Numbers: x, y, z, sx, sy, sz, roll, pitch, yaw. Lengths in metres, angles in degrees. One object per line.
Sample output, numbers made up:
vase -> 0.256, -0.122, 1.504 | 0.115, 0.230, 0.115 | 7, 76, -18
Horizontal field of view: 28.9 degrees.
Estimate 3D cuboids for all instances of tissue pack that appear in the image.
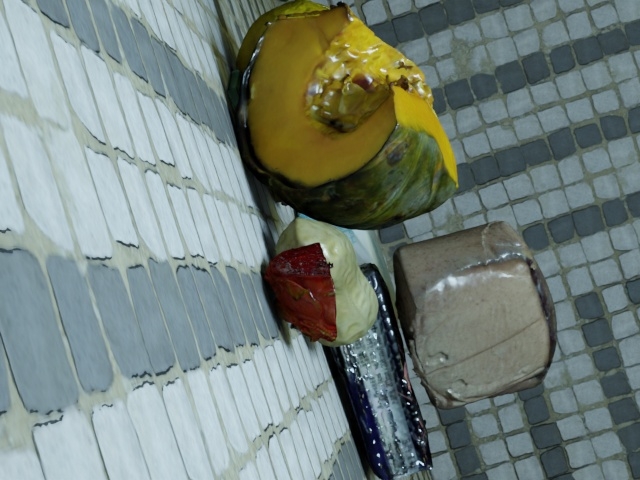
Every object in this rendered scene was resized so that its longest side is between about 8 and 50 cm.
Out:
tissue pack -> 0.082, 0.203, 1.990 | 0.245, 0.123, 0.332 | -89, 163, -87
tissue pack -> 0.047, 0.025, 2.265 | 0.201, 0.124, 0.271 | -86, 158, -70

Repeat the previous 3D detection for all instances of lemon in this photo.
lemon -> -0.034, -0.270, 1.927 | 0.231, 0.192, 0.192 | 127, -50, -62

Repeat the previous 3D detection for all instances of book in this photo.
book -> -0.110, -0.190, 1.830 | 0.135, 0.017, 0.103 | -95, 166, -71

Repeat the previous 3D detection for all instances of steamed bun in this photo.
steamed bun -> 0.231, 0.105, 1.977 | 0.199, 0.251, 0.301 | -120, -167, -54

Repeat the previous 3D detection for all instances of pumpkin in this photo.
pumpkin -> 0.033, -0.153, 1.693 | 0.225, 0.256, 0.303 | 26, 41, -46

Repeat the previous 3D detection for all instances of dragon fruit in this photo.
dragon fruit -> -0.023, 0.072, 1.487 | 0.162, 0.083, 0.106 | -125, -153, -72

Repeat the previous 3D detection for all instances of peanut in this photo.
peanut -> 0.007, 0.065, 1.676 | 0.274, 0.111, 0.125 | 60, 22, -52

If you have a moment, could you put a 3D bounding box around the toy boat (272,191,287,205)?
toy boat -> -0.050, -0.088, 1.916 | 0.206, 0.064, 0.072 | -79, 169, -78
